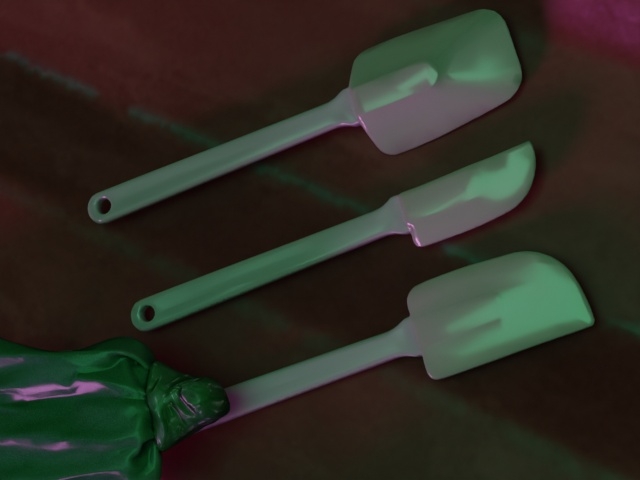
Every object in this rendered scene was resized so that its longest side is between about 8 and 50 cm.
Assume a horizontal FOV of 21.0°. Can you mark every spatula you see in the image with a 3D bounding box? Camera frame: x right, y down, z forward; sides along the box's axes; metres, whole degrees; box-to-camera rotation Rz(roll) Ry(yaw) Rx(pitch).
[{"bbox_3d":[0.000,0.000,0.849,0.242,0.019,0.168,-21,79,22],"label":"spatula"}]

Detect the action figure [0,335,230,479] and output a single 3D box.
[{"bbox_3d":[-0.149,0.098,0.872,0.232,0.063,0.137,-11,76,27],"label":"action figure"}]
